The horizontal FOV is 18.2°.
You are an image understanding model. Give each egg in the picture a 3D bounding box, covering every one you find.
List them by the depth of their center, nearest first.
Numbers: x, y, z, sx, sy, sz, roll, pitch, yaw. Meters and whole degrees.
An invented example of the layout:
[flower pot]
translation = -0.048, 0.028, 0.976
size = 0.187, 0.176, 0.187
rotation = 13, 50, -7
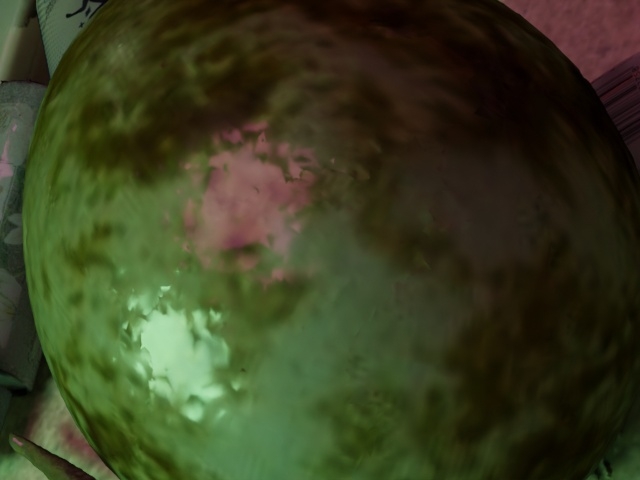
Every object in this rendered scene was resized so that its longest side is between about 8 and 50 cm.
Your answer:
[egg]
translation = 0.000, 0.000, 0.787
size = 0.238, 0.238, 0.289
rotation = -48, 44, 9

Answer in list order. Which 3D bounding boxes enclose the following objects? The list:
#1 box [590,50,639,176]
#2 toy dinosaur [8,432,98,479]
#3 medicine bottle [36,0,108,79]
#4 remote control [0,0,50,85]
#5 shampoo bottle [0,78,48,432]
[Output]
[box]
translation = 0.158, 0.019, 0.805
size = 0.039, 0.055, 0.218
rotation = -34, 48, 23
[toy dinosaur]
translation = -0.052, 0.134, 0.928
size = 0.251, 0.072, 0.199
rotation = -34, 39, 34
[medicine bottle]
translation = -0.092, -0.101, 1.056
size = 0.107, 0.107, 0.191
rotation = -35, 48, 21
[remote control]
translation = -0.196, -0.188, 1.239
size = 0.145, 0.050, 0.344
rotation = -2, 64, 41
[shampoo bottle]
translation = -0.174, 0.019, 1.087
size = 0.072, 0.072, 0.214
rotation = -5, 64, 40
